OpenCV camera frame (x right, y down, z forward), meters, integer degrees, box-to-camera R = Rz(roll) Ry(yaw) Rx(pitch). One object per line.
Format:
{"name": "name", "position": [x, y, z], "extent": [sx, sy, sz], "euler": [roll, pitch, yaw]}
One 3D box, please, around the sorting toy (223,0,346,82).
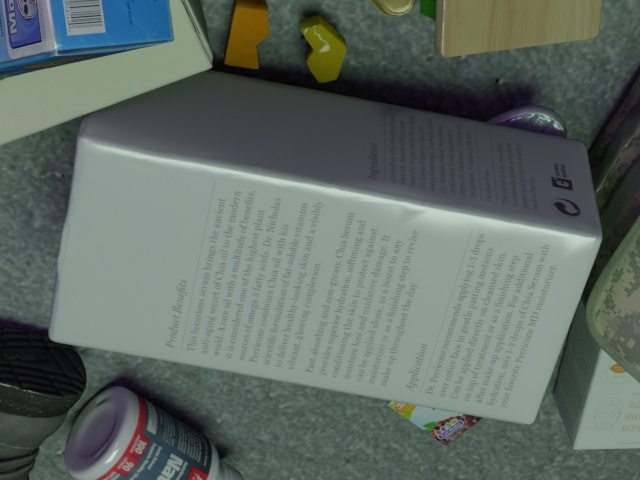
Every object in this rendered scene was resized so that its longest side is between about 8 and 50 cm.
{"name": "sorting toy", "position": [-0.035, -0.087, 1.573], "extent": [0.229, 0.041, 0.307], "euler": [7, 125, -11]}

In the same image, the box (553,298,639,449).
{"name": "box", "position": [0.336, 0.133, 1.774], "extent": [0.130, 0.091, 0.170], "euler": [1, 127, -11]}

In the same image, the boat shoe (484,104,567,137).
{"name": "boat shoe", "position": [0.147, -0.060, 1.604], "extent": [0.226, 0.076, 0.083], "euler": [-40, 100, 26]}

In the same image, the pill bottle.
{"name": "pill bottle", "position": [-0.171, 0.240, 1.752], "extent": [0.108, 0.108, 0.180], "euler": [-41, 124, 20]}

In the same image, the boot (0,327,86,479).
{"name": "boot", "position": [-0.422, 0.170, 1.652], "extent": [0.338, 0.118, 0.222], "euler": [21, 126, -20]}

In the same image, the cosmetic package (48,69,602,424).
{"name": "cosmetic package", "position": [0.000, 0.000, 1.497], "extent": [0.453, 0.161, 0.230], "euler": [11, 126, -6]}

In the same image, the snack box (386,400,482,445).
{"name": "snack box", "position": [0.152, 0.150, 1.787], "extent": [0.141, 0.037, 0.100], "euler": [-41, 122, 20]}

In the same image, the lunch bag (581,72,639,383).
{"name": "lunch bag", "position": [0.354, -0.008, 1.546], "extent": [0.169, 0.287, 0.235], "euler": [15, 124, -21]}

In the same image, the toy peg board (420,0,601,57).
{"name": "toy peg board", "position": [0.162, -0.257, 1.450], "extent": [0.161, 0.079, 0.161], "euler": [-10, 117, -23]}

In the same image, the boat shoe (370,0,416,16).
{"name": "boat shoe", "position": [0.055, -0.256, 1.448], "extent": [0.056, 0.048, 0.153], "euler": [-13, 128, -1]}

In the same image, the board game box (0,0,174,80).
{"name": "board game box", "position": [-0.224, -0.269, 1.147], "extent": [0.086, 0.302, 0.308], "euler": [-10, 96, -31]}

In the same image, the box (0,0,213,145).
{"name": "box", "position": [-0.258, -0.173, 1.394], "extent": [0.311, 0.148, 0.121], "euler": [-21, 128, 4]}
